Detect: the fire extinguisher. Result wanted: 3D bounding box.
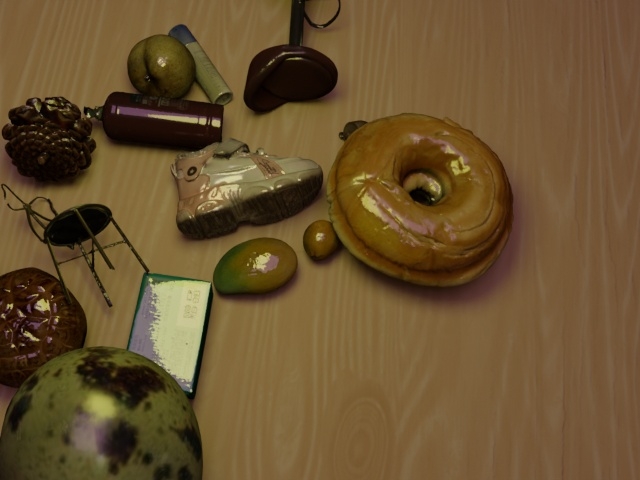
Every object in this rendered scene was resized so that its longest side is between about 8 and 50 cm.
[{"bbox_3d":[-0.399,-0.285,1.677,0.337,0.135,0.114,6,101,-7],"label":"fire extinguisher"}]

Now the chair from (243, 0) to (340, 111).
[{"bbox_3d":[-0.063,-0.506,1.744,0.226,0.226,0.401,6,70,-4],"label":"chair"}]

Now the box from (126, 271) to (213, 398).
[{"bbox_3d":[-0.322,0.202,1.506,0.153,0.092,0.245,9,69,-3],"label":"box"}]

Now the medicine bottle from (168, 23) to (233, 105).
[{"bbox_3d":[-0.302,-0.439,1.775,0.059,0.059,0.231,-30,74,-16],"label":"medicine bottle"}]

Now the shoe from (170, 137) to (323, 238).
[{"bbox_3d":[-0.173,-0.147,1.614,0.350,0.172,0.198,-16,71,-12],"label":"shoe"}]

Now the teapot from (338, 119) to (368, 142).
[{"bbox_3d":[0.091,-0.239,1.750,0.080,0.085,0.111,-13,99,-34],"label":"teapot"}]

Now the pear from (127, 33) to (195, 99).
[{"bbox_3d":[-0.384,-0.412,1.702,0.167,0.167,0.137,25,50,4],"label":"pear"}]

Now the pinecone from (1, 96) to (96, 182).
[{"bbox_3d":[-0.609,-0.237,1.597,0.207,0.208,0.208,2,69,-5],"label":"pinecone"}]

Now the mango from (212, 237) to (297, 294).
[{"bbox_3d":[-0.148,0.062,1.585,0.194,0.092,0.130,-27,76,-6],"label":"mango"}]

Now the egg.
[{"bbox_3d":[-0.383,0.398,1.280,0.344,0.345,0.428,-23,114,-14],"label":"egg"}]

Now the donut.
[{"bbox_3d":[0.232,-0.100,1.624,0.448,0.198,0.449,3,66,-7],"label":"donut"}]

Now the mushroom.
[{"bbox_3d":[-0.607,0.179,1.459,0.253,0.153,0.253,-1,75,2],"label":"mushroom"}]

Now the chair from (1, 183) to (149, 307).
[{"bbox_3d":[-0.519,-0.024,1.497,0.170,0.159,0.326,-38,70,15],"label":"chair"}]

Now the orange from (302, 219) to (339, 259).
[{"bbox_3d":[0.000,0.000,1.623,0.085,0.085,0.095,25,65,4],"label":"orange"}]
